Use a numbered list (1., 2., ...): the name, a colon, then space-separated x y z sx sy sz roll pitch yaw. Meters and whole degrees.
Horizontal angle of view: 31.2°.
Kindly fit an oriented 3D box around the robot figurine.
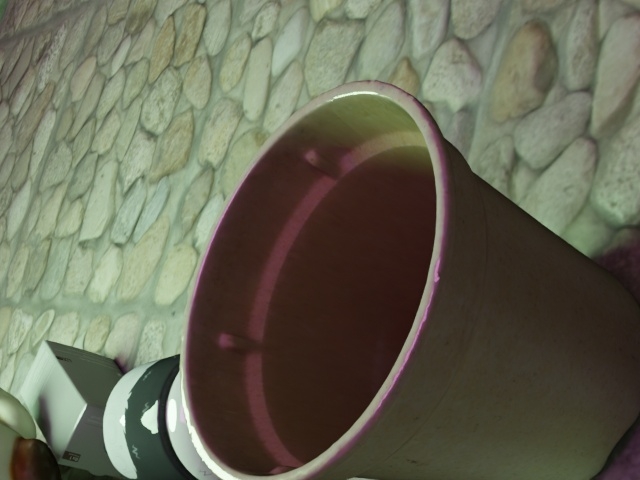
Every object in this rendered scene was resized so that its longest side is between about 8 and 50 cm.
1. robot figurine: -0.148 0.220 1.374 0.278 0.173 0.209 -19 91 50

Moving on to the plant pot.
1. plant pot: 0.097 0.080 0.973 0.334 0.305 0.334 -33 46 41

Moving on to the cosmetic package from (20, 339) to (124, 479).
1. cosmetic package: -0.340 0.245 1.674 0.238 0.127 0.107 29 96 56

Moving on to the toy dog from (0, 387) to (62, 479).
1. toy dog: -0.497 0.361 1.569 0.395 0.284 0.408 66 159 11
